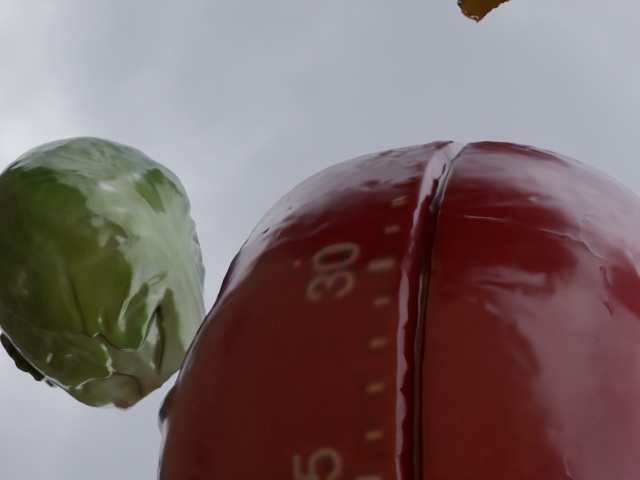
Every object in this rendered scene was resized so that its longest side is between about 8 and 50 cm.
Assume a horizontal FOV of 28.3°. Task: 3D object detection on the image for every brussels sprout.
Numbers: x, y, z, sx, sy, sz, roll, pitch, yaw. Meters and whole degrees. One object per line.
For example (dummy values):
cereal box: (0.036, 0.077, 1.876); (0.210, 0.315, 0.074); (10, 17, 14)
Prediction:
brussels sprout: (-0.205, 0.027, 1.132); (0.244, 0.244, 0.244); (21, -64, 49)

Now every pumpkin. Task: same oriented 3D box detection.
pumpkin: (0.182, -0.273, 1.361); (0.074, 0.083, 0.054); (-36, -81, 20)

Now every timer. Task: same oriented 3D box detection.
timer: (0.084, 0.135, 0.662); (0.279, 0.378, 0.377); (-6, -84, 19)
